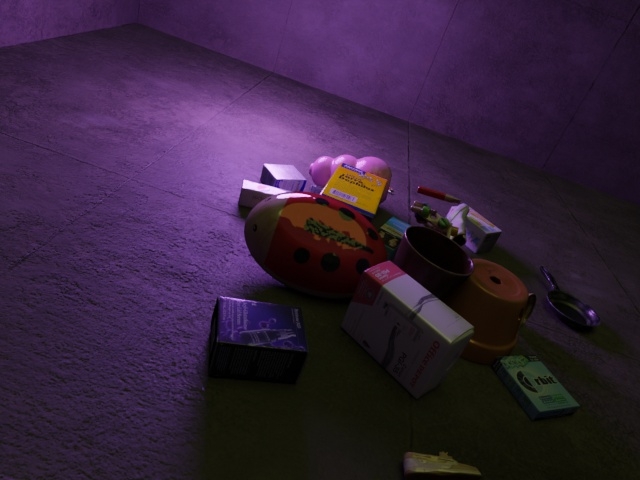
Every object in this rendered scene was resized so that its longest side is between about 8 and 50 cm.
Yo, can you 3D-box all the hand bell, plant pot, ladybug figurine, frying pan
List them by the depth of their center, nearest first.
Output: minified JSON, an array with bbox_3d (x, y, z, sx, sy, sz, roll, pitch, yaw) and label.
[{"bbox_3d":[0.286,0.113,1.384,0.215,0.230,0.215,20,30,-12],"label":"plant pot"},{"bbox_3d":[0.000,0.000,1.392,0.449,0.162,0.305,19,68,-4],"label":"ladybug figurine"},{"bbox_3d":[0.476,0.192,1.434,0.290,0.204,0.291,14,32,-9],"label":"plant pot"},{"bbox_3d":[0.589,0.184,1.642,0.126,0.126,0.242,-10,30,-41],"label":"hand bell"},{"bbox_3d":[0.881,0.215,1.789,0.197,0.053,0.326,-2,35,-33],"label":"frying pan"}]

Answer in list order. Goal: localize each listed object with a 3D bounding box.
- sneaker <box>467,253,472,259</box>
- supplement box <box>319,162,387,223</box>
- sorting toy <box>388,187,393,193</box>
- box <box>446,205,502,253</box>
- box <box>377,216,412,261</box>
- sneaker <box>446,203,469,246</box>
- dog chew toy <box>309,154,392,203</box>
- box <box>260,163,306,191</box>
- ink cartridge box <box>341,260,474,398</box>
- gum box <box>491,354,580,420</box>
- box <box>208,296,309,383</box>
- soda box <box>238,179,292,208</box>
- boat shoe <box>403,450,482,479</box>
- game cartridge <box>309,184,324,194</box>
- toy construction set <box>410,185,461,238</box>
[{"bbox_3d":[0.545,0.112,1.774,0.118,0.067,0.042,56,33,0],"label":"sneaker"},{"bbox_3d":[0.094,-0.106,1.693,0.195,0.194,0.356,22,30,4],"label":"supplement box"},{"bbox_3d":[0.307,-0.239,2.214,0.062,0.012,0.083,-12,42,-43],"label":"sorting toy"},{"bbox_3d":[0.630,-0.050,2.013,0.114,0.103,0.203,-7,40,-38],"label":"box"},{"bbox_3d":[0.256,-0.007,1.764,0.100,0.060,0.244,30,31,16],"label":"box"},{"bbox_3d":[0.526,-0.037,1.872,0.123,0.106,0.290,37,51,16],"label":"sneaker"},{"bbox_3d":[0.117,-0.255,1.960,0.331,0.207,0.207,14,30,5],"label":"dog chew toy"},{"bbox_3d":[-0.146,-0.238,1.885,0.137,0.072,0.126,-3,37,-33],"label":"box"},{"bbox_3d":[0.212,0.221,1.224,0.117,0.207,0.283,-15,45,-44],"label":"ink cartridge box"},{"bbox_3d":[0.589,0.399,1.327,0.157,0.041,0.184,4,33,-26],"label":"gum box"},{"bbox_3d":[-0.144,0.227,1.102,0.207,0.108,0.153,9,31,-18],"label":"box"},{"bbox_3d":[-0.179,-0.147,1.717,0.216,0.074,0.069,13,31,-11],"label":"soda box"},{"bbox_3d":[0.251,0.466,0.996,0.170,0.063,0.059,12,37,-13],"label":"boat shoe"},{"bbox_3d":[-0.001,-0.183,1.897,0.083,0.056,0.017,17,23,-8],"label":"game cartridge"},{"bbox_3d":[0.405,-0.013,1.596,0.237,0.309,0.257,18,44,15],"label":"toy construction set"}]
